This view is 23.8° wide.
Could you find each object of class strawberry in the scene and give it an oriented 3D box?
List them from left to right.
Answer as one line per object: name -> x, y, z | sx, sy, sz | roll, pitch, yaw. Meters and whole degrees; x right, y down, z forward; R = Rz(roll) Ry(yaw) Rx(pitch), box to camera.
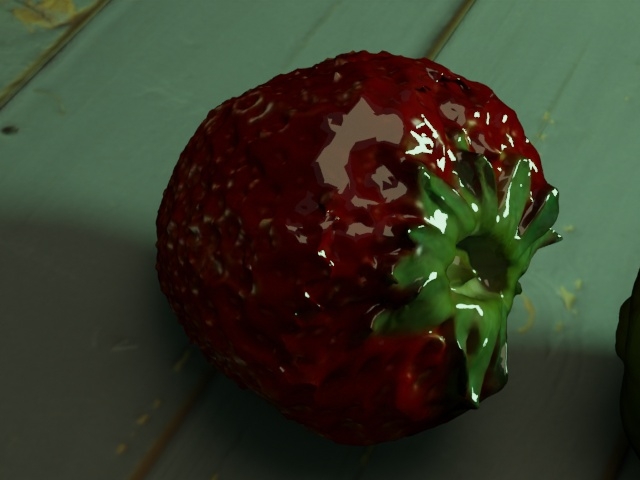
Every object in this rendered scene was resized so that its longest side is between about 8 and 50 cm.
strawberry -> 0.000, 0.000, 1.006 | 0.276, 0.257, 0.257 | 6, 35, 41

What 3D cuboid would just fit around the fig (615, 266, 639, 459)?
fig -> 0.309, 0.080, 1.011 | 0.225, 0.203, 0.203 | 16, 46, 11
